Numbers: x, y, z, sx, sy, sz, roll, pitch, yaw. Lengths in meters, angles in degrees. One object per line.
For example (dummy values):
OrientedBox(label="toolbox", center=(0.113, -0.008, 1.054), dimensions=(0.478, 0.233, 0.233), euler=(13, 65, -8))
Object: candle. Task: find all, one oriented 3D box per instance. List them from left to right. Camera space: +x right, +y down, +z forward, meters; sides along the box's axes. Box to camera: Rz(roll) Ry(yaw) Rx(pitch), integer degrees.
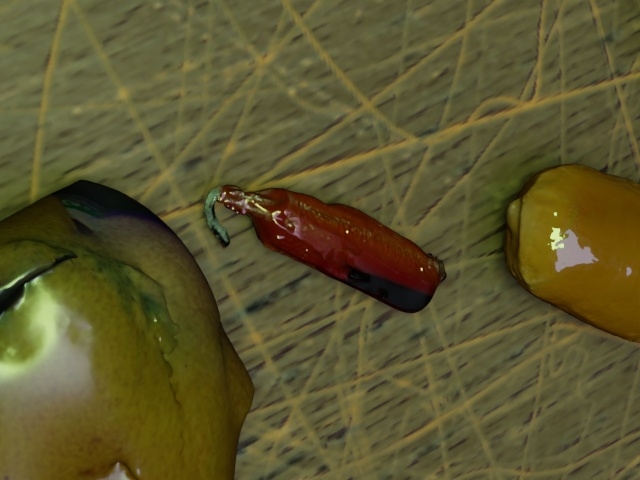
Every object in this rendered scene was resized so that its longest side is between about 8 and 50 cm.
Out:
OrientedBox(label="candle", center=(0.000, 0.000, 0.935), dimensions=(0.162, 0.048, 0.053), euler=(24, 59, -28))

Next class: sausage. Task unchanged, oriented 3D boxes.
OrientedBox(label="sausage", center=(0.213, 0.020, 1.010), dimensions=(0.238, 0.098, 0.098), euler=(19, 96, -30))

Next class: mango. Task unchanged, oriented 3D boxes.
OrientedBox(label="mango", center=(-0.133, 0.116, 0.838), dimensions=(0.201, 0.152, 0.287), euler=(1, 103, -20))
